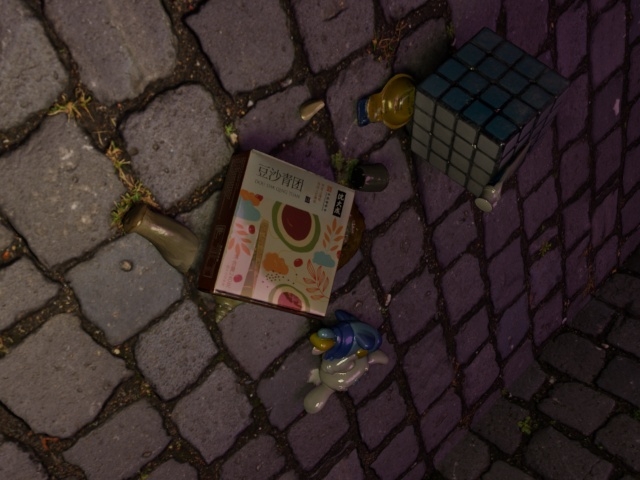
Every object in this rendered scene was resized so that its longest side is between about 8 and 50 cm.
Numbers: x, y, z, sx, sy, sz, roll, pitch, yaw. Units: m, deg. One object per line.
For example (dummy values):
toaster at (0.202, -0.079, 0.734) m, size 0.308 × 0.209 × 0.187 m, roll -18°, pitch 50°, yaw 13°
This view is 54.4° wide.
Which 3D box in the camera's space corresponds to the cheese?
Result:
cheese at (0.222, -0.430, 1.961) m, size 0.270 × 0.069 × 0.176 m, roll -24°, pitch 124°, yaw -30°

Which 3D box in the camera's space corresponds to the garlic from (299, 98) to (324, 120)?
garlic at (-0.027, -0.374, 1.770) m, size 0.083 × 0.053 × 0.041 m, roll -36°, pitch 115°, yaw -7°

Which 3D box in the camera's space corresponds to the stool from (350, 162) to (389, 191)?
stool at (0.158, -0.201, 1.998) m, size 0.110 × 0.096 × 0.096 m, roll -7°, pitch 114°, yaw -35°

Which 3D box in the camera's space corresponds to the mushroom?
mushroom at (-0.391, -0.009, 1.590) m, size 0.247 × 0.108 × 0.096 m, roll 47°, pitch 36°, yaw -47°

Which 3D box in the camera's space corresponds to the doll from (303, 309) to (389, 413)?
doll at (0.099, 0.399, 2.167) m, size 0.376 × 0.187 × 0.365 m, roll -45°, pitch 144°, yaw -42°

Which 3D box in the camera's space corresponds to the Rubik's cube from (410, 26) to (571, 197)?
Rubik's cube at (0.522, -0.395, 1.986) m, size 0.337 × 0.344 × 0.343 m, roll -45°, pitch 159°, yaw -16°

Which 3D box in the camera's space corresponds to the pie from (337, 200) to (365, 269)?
pie at (0.000, 0.000, 1.944) m, size 0.355 × 0.103 × 0.288 m, roll -28°, pitch 127°, yaw -34°

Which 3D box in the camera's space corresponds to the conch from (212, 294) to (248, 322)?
conch at (-0.268, 0.118, 1.765) m, size 0.137 × 0.114 × 0.233 m, roll 19°, pitch 62°, yaw -53°

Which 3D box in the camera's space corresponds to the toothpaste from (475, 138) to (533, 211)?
toothpaste at (0.562, -0.196, 1.880) m, size 0.266 × 0.061 × 0.096 m, roll -47°, pitch 158°, yaw -20°

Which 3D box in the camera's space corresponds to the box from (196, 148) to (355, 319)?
box at (-0.114, -0.007, 1.700) m, size 0.345 × 0.122 × 0.385 m, roll 18°, pitch 82°, yaw -31°
